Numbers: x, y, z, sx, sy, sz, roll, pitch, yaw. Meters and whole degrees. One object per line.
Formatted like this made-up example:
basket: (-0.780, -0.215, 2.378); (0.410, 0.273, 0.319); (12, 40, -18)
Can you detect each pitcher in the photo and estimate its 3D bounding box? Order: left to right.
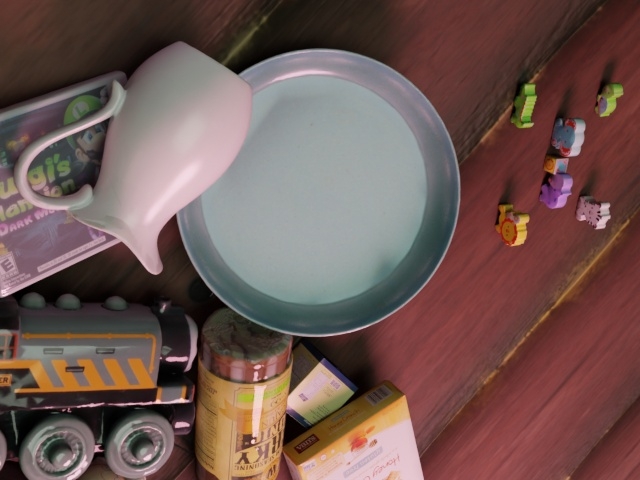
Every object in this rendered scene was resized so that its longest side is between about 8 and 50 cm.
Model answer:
pitcher: (-0.174, -0.095, 0.820); (0.178, 0.125, 0.207); (31, 93, -37)

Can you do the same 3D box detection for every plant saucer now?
plant saucer: (-0.002, -0.051, 0.954); (0.318, 0.044, 0.317); (-2, 98, -11)

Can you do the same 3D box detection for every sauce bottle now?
sauce bottle: (-0.099, 0.242, 1.046); (0.111, 0.111, 0.344); (-11, 127, -25)

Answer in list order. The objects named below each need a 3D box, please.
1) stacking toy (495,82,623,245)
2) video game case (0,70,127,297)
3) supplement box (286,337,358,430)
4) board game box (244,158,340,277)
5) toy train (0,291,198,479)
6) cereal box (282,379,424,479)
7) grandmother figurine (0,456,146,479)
stacking toy: (0.332, -0.107, 1.168); (0.167, 0.052, 0.221); (-8, 115, -27)
video game case: (-0.257, -0.058, 0.843); (0.190, 0.022, 0.173); (-29, 125, -35)
supplement box: (-0.014, 0.189, 1.106); (0.083, 0.056, 0.083); (-46, 126, -3)
board game box: (0.000, 0.000, 1.032); (0.141, 0.048, 0.170); (37, 91, -37)
toy train: (-0.282, 0.147, 0.894); (0.334, 0.142, 0.190); (4, 100, -31)
cereal box: (0.055, 0.324, 1.154); (0.173, 0.047, 0.240); (-31, 127, -20)
grandmother figurine: (-0.302, 0.301, 0.886); (0.104, 0.207, 0.342); (-39, 166, 21)
